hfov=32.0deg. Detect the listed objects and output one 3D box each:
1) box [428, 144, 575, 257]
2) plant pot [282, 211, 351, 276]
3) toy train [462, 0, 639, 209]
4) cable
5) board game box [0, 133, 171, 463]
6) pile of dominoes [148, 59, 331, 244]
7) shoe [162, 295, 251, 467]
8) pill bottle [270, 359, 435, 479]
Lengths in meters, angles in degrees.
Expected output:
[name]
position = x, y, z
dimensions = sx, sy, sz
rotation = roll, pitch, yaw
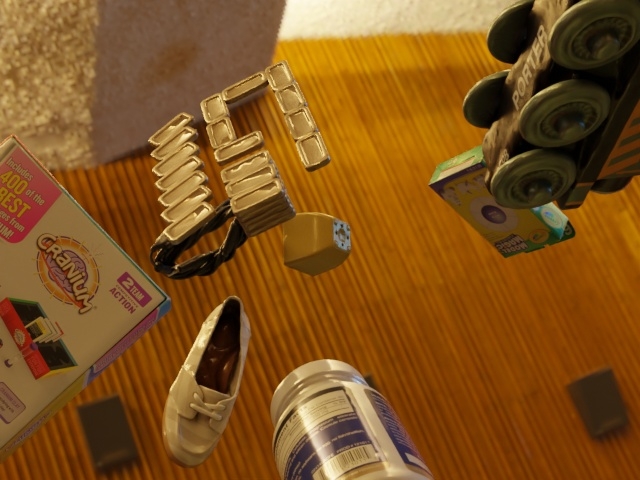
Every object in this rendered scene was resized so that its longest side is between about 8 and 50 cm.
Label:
[box]
position = 0.237, -0.042, 1.443
dimensions = 0.179, 0.043, 0.105
rotation = 39, -34, -19
[plant pot]
position = 0.000, 0.000, 1.688
dimensions = 0.083, 0.081, 0.081
rotation = -14, -22, 32
[toy train]
position = 0.243, -0.147, 0.941
dimensions = 0.190, 0.142, 0.334
rotation = -5, -35, -12
[cable]
position = -0.163, 0.002, 1.672
dimensions = 0.184, 0.047, 0.150
rotation = -35, -27, 0
[board game box]
position = -0.347, 0.085, 1.122
dimensions = 0.316, 0.242, 0.064
rotation = -42, -6, -14
[pile of dominoes]
position = -0.094, -0.094, 1.270
dimensions = 0.196, 0.251, 0.040
rotation = -26, -52, 4
[shoe]
position = -0.133, 0.164, 1.332
dimensions = 0.077, 0.219, 0.058
rotation = 20, -32, -9
[pill bottle]
position = 0.032, 0.251, 1.243
dimensions = 0.153, 0.264, 0.153
rotation = -6, -64, -13
